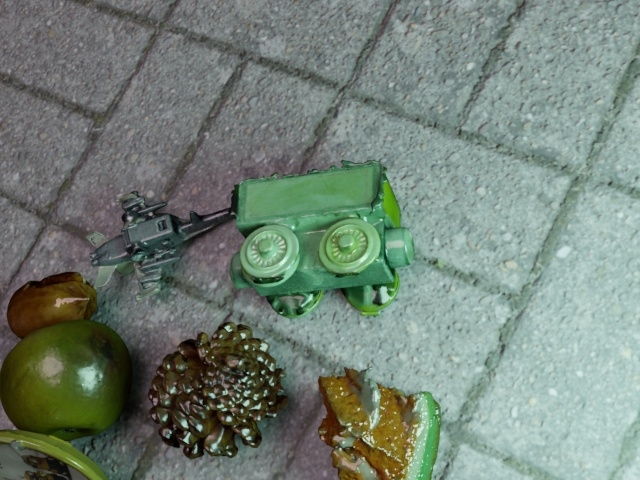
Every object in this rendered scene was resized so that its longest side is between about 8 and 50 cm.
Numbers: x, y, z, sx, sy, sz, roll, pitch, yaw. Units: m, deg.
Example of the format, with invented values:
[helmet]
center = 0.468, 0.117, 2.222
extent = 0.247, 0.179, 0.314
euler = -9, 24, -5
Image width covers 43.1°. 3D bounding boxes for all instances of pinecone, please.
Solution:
[pinecone]
center = -0.147, 0.217, 1.133
extent = 0.195, 0.150, 0.179
euler = -28, 65, 8

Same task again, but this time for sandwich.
[sandwich]
center = 0.072, 0.264, 1.041
extent = 0.109, 0.160, 0.185
euler = -12, 58, 35

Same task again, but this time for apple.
[apple]
center = -0.370, 0.209, 1.191
extent = 0.196, 0.196, 0.157
euler = -19, 64, 12

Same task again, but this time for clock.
[clock]
center = -0.395, 0.331, 1.156
extent = 0.237, 0.237, 0.057
euler = -2, 42, 18

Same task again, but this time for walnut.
[walnut]
center = -0.418, 0.104, 1.272
extent = 0.207, 0.116, 0.116
euler = -16, 64, 44

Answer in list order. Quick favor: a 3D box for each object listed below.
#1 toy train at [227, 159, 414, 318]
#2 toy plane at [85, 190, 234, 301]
[toy train]
center = 0.000, 0.000, 1.164
extent = 0.271, 0.159, 0.188
euler = -7, 59, 16
[toy plane]
center = -0.246, -0.014, 1.284
extent = 0.262, 0.088, 0.192
euler = -24, 64, 9
